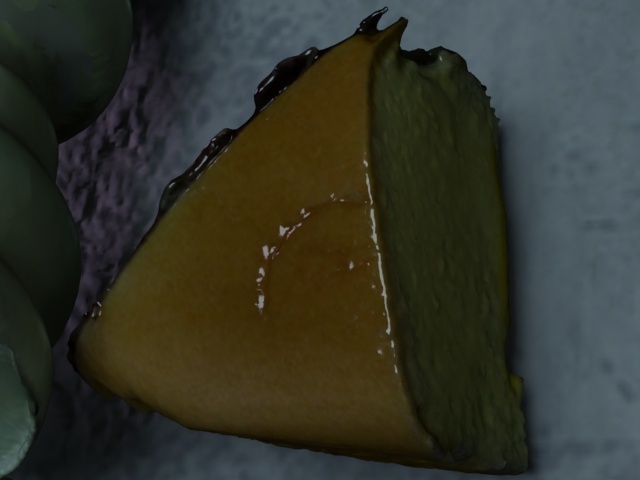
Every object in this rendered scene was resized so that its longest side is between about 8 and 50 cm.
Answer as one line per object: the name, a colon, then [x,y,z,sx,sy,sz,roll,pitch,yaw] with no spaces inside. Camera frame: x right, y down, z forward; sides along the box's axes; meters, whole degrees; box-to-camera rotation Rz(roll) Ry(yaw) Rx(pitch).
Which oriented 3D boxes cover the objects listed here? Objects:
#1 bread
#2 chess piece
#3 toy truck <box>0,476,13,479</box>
bread: [0.000,0.000,0.601,0.169,0.140,0.160,4,80,31]
chess piece: [-0.157,-0.076,0.670,0.182,0.182,0.330,-9,48,27]
toy truck: [-0.095,0.158,0.614,0.169,0.100,0.077,27,85,34]
